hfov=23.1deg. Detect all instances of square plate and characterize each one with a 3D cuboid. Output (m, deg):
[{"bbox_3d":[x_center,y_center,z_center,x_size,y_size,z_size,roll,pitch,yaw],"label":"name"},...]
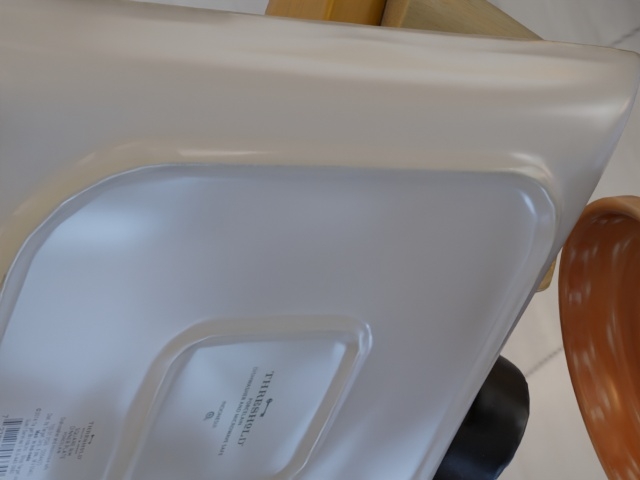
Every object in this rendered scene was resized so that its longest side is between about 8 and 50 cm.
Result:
[{"bbox_3d":[-0.045,0.063,0.672,0.344,0.049,0.347,-1,128,-37],"label":"square plate"}]

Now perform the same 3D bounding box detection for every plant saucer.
[{"bbox_3d":[0.179,0.071,0.780,0.037,0.200,0.200,-15,94,-14],"label":"plant saucer"}]

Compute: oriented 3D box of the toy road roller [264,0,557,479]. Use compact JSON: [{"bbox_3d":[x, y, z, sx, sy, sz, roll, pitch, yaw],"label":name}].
[{"bbox_3d":[0.000,0.000,0.985,0.202,0.241,0.329,29,66,-29],"label":"toy road roller"}]
